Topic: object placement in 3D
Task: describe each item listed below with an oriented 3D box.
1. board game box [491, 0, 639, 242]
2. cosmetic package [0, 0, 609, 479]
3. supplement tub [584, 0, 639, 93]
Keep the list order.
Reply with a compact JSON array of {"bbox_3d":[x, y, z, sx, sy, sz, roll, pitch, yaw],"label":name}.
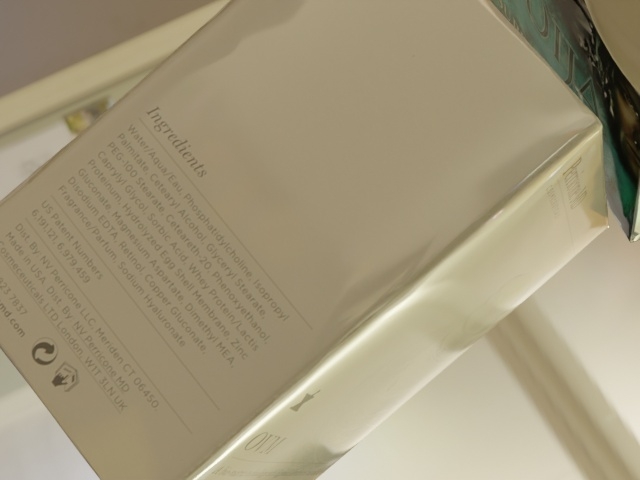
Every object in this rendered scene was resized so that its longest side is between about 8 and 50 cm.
[{"bbox_3d":[0.120,-0.105,0.684,0.126,0.026,0.186,73,-8,-61],"label":"board game box"},{"bbox_3d":[0.000,0.000,0.616,0.138,0.224,0.224,49,4,15],"label":"cosmetic package"},{"bbox_3d":[0.231,-0.138,0.453,0.191,0.272,0.191,170,-90,-74],"label":"supplement tub"}]
